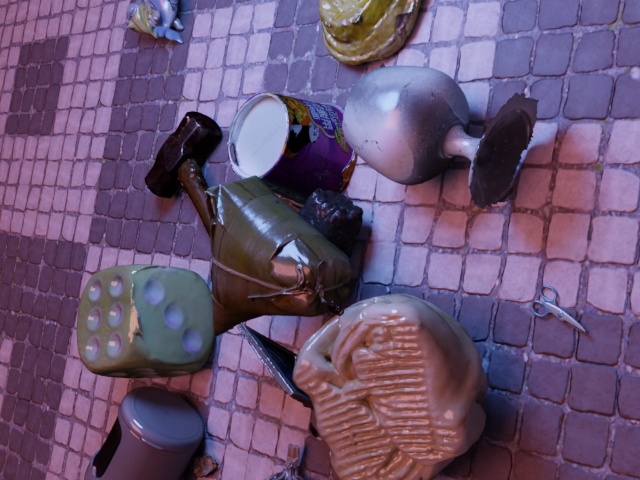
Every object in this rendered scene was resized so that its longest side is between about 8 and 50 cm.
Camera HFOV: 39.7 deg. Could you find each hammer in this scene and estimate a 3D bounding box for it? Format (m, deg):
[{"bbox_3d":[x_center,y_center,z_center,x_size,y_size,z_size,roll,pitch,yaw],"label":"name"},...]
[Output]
[{"bbox_3d":[-0.294,-0.106,2.203,0.242,0.095,0.409,-47,55,26],"label":"hammer"}]

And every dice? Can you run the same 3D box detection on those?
[{"bbox_3d":[-0.417,0.197,2.138,0.254,0.249,0.252,-16,71,40],"label":"dice"}]

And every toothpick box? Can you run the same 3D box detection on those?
[{"bbox_3d":[-0.424,0.533,2.114,0.229,0.229,0.316,47,115,39],"label":"toothpick box"}]

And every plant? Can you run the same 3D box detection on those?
[{"bbox_3d":[0.000,0.000,1.857,0.131,0.142,0.203,46,125,31],"label":"plant"}]

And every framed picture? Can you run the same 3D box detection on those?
[{"bbox_3d":[-0.037,0.274,1.741,0.019,0.281,0.209,-46,52,4],"label":"framed picture"}]

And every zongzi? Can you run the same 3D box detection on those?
[{"bbox_3d":[-0.072,0.123,1.723,0.447,0.181,0.418,41,131,41],"label":"zongzi"}]

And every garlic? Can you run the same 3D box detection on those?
[{"bbox_3d":[-0.066,0.521,1.832,0.131,0.127,0.194,18,74,3],"label":"garlic"}]

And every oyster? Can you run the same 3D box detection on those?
[{"bbox_3d":[-0.268,0.528,2.082,0.083,0.019,0.054,-22,65,41],"label":"oyster"}]

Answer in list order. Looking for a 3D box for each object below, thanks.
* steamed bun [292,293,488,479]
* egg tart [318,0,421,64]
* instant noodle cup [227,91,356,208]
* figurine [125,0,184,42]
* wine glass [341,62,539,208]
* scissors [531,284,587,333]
[{"bbox_3d":[0.137,0.262,1.594,0.346,0.237,0.394,25,114,21],"label":"steamed bun"},{"bbox_3d":[0.093,-0.522,1.906,0.290,0.115,0.290,-9,76,42],"label":"egg tart"},{"bbox_3d":[-0.072,-0.204,1.936,0.251,0.190,0.251,-11,74,42],"label":"instant noodle cup"},{"bbox_3d":[-0.456,-0.624,2.449,0.184,0.128,0.208,-41,60,32],"label":"figurine"},{"bbox_3d":[0.209,-0.204,1.645,0.323,0.238,0.238,26,99,33],"label":"wine glass"},{"bbox_3d":[0.412,0.125,1.521,0.119,0.014,0.058,40,110,45],"label":"scissors"}]
